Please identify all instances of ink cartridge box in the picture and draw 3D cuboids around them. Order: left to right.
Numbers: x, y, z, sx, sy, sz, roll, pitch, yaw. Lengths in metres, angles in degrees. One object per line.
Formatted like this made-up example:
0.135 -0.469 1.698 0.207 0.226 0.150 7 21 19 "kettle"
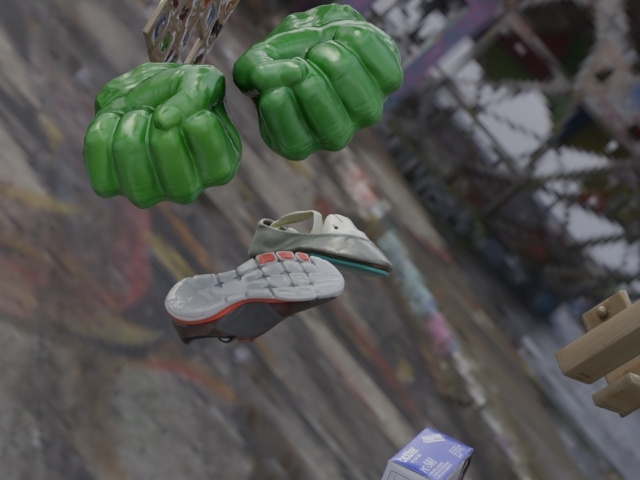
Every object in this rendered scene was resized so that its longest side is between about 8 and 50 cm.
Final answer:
0.051 0.253 1.411 0.046 0.207 0.097 25 17 15 "ink cartridge box"

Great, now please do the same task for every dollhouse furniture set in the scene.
0.297 0.076 1.822 0.151 0.144 0.123 21 42 -45 "dollhouse furniture set"

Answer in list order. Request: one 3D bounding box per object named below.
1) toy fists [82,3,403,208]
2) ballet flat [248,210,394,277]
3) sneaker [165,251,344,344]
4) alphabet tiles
-0.067 -0.112 1.520 0.142 0.279 0.096 -108 180 -55 "toy fists"
0.000 0.000 2.012 0.072 0.068 0.213 21 -13 -41 "ballet flat"
-0.057 0.056 1.608 0.061 0.158 0.065 -104 -173 -47 "sneaker"
-0.102 -0.253 1.768 0.009 0.237 0.198 25 -17 10 "alphabet tiles"
